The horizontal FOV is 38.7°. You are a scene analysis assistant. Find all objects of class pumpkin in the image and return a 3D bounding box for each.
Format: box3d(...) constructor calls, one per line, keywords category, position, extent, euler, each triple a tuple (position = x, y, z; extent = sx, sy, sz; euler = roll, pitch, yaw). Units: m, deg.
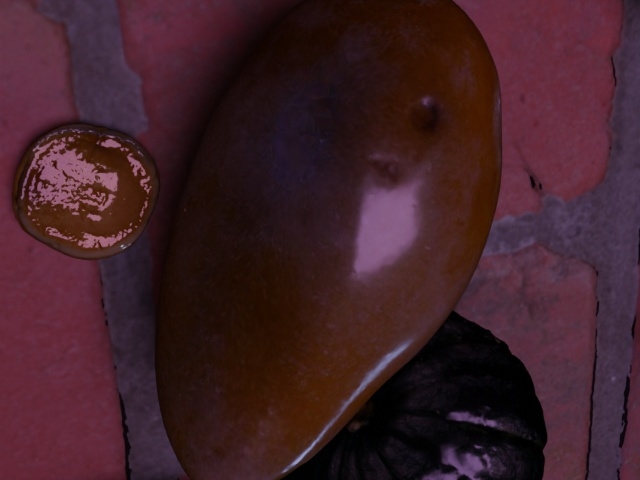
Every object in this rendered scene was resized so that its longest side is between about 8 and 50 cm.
box3d(category="pumpkin", position=(0.075, 0.157, 0.742), extent=(0.162, 0.220, 0.220), euler=(31, 96, -43))

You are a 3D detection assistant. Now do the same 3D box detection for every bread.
box3d(category="bread", position=(-0.174, -0.036, 0.681), extent=(0.110, 0.024, 0.110), euler=(-7, 112, -18))

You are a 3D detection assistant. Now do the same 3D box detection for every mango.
box3d(category="mango", position=(0.000, 0.000, 0.649), extent=(0.199, 0.221, 0.384), euler=(18, 94, -64))

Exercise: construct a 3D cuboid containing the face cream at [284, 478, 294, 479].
box3d(category="face cream", position=(-0.099, 0.266, 0.794), extent=(0.385, 0.086, 0.135), euler=(2, 109, -27))
